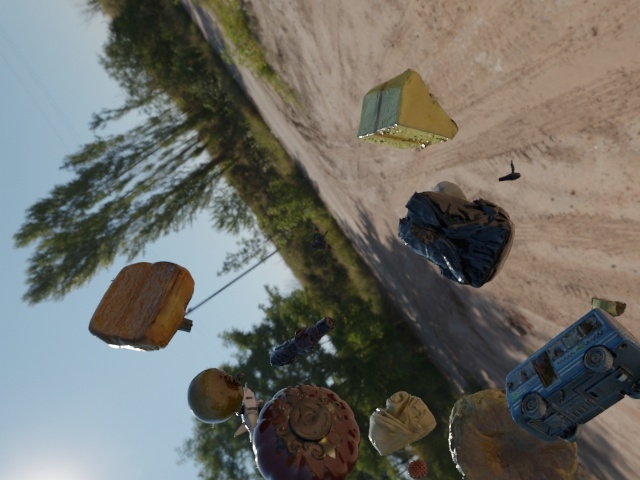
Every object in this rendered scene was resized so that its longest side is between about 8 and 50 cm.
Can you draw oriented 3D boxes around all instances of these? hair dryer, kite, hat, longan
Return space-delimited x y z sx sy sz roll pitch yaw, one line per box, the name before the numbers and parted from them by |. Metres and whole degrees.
hair dryer | 0.723 -0.267 1.712 0.031 0.079 0.083 26 -118 -50
kite | 0.000 0.000 1.671 0.122 0.090 0.004 50 -164 28
hat | 0.796 0.191 1.241 0.076 0.059 0.077 14 -176 7
longan | -0.282 0.419 1.232 0.145 0.176 0.155 49 -177 22

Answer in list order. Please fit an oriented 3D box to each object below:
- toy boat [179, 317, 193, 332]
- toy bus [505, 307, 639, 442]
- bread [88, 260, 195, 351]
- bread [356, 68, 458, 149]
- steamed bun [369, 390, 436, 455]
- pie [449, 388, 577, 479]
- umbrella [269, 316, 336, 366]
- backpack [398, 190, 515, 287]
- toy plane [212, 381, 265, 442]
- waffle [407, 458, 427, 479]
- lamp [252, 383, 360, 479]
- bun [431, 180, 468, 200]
toy boat | -0.611 0.346 1.884 0.141 0.060 0.055 23 -133 -27
toy bus | 0.457 0.246 0.807 0.113 0.246 0.134 34 -155 -14
bread | -0.637 0.240 1.618 0.148 0.328 0.337 62 -146 -46
bread | 0.280 -0.394 1.415 0.236 0.198 0.263 14 176 -26
steamed bun | 0.337 0.791 1.954 0.203 0.289 0.276 60 171 32
pie | 0.504 0.550 1.187 0.339 0.339 0.083 54 -159 0
umbrella | -0.069 0.393 1.714 0.090 0.326 0.094 3 -126 -58
backpack | 0.533 -0.023 1.806 0.446 0.363 0.255 25 -155 25
toy plane | -0.251 0.588 1.566 0.255 0.251 0.101 -130 45 -66
waffle | 0.373 0.880 1.713 0.083 0.075 0.029 -75 -37 -63
lamp | -0.038 0.556 1.252 0.303 0.303 0.257 53 148 39
bun | 0.673 -0.134 2.392 0.362 0.211 0.362 9 -90 -89
